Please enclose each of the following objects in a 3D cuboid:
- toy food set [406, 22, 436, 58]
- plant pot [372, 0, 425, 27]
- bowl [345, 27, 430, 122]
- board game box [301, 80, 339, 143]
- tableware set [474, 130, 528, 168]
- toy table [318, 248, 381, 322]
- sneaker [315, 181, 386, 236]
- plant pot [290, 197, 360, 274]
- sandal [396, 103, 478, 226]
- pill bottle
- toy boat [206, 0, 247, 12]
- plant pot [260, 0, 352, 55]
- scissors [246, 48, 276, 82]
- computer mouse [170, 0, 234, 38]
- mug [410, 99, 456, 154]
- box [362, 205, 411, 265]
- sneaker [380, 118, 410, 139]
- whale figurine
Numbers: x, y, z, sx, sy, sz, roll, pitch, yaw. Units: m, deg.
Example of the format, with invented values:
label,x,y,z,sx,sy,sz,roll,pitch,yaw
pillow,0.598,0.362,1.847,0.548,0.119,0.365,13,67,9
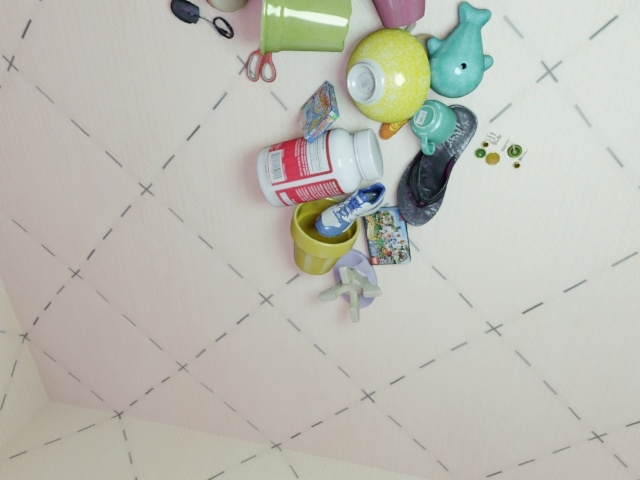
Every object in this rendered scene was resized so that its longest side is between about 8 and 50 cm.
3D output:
label,x,y,z,sx,sy,sz,roll,pitch,yaw
toy food set,0.323,-0.585,1.472,0.192,0.038,0.132,39,103,-11
plant pot,0.226,-0.733,1.347,0.201,0.201,0.180,-7,131,19
bowl,0.173,-0.495,1.430,0.289,0.156,0.289,25,128,37
board game box,-0.003,-0.433,1.556,0.035,0.201,0.136,31,124,-31
tableware set,0.606,-0.291,1.560,0.154,0.024,0.104,27,121,0
toy table,0.132,0.187,1.869,0.252,0.161,0.274,-19,110,23
sneaker,0.107,-0.122,1.642,0.112,0.296,0.131,50,154,14
plant pot,0.000,0.000,1.771,0.254,0.254,0.239,22,136,4
sandal,0.382,-0.243,1.583,0.168,0.107,0.445,21,116,4
pill bottle,0.001,-0.261,1.627,0.408,0.229,0.229,-10,114,20
toy boat,-0.300,-0.854,1.467,0.151,0.151,0.231,45,124,26
plant pot,-0.040,-0.687,1.409,0.254,0.276,0.276,7,120,-5
scissors,-0.182,-0.681,1.575,0.109,0.021,0.297,19,121,5
computer mouse,-0.408,-0.757,1.587,0.242,0.041,0.071,25,120,1
mug,0.357,-0.370,1.480,0.129,0.097,0.157,-29,66,34
box,0.257,-0.017,1.791,0.159,0.044,0.233,-4,116,17
sneaker,0.262,-0.409,1.569,0.064,0.067,0.175,39,122,-8
whale figurine,0.424,-0.565,1.384,0.216,0.141,0.272,18,105,-5
